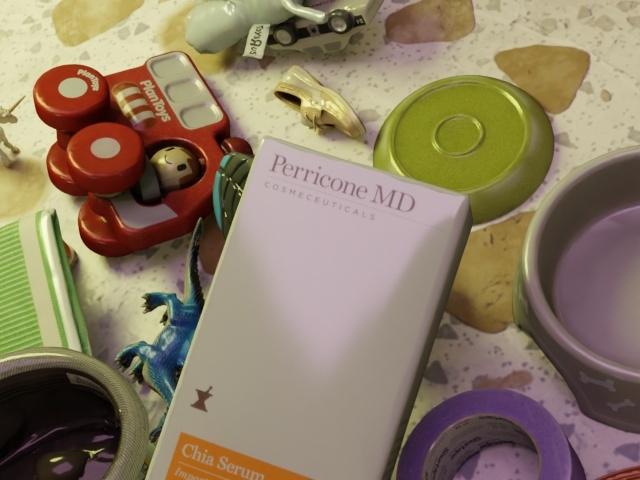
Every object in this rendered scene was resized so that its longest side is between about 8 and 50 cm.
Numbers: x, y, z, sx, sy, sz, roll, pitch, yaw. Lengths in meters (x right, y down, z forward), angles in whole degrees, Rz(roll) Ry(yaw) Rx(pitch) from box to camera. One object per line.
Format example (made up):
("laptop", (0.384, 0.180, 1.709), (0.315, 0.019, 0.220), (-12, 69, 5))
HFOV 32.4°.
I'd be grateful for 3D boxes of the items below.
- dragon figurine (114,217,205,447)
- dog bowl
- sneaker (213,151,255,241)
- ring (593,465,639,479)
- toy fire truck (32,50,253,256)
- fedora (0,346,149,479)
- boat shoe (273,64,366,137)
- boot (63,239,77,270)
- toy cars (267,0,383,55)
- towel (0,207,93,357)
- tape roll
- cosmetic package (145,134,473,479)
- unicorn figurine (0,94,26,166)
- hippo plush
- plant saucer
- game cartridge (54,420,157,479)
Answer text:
("dragon figurine", (-0.155, 0.123, 1.357), (0.144, 0.085, 0.289), (14, 65, 23))
("dog bowl", (0.385, 0.040, 1.244), (0.348, 0.102, 0.349), (-7, 58, 11))
("sneaker", (0.000, 0.000, 1.375), (0.341, 0.125, 0.139), (40, 33, 29))
("ring", (0.357, 0.379, 1.089), (0.336, 0.032, 0.337), (-8, 59, 12))
("toy fire truck", (-0.235, -0.130, 1.502), (0.254, 0.169, 0.302), (-21, 55, -20))
("fedora", (-0.321, 0.251, 1.242), (0.275, 0.124, 0.244), (-21, 58, -7))
("boat shoe", (-0.004, -0.179, 1.515), (0.059, 0.063, 0.170), (-42, 48, -8))
("boot", (-0.398, 0.054, 1.471), (0.059, 0.085, 0.158), (23, 70, 25))
("toy cars", (0.103, -0.359, 1.573), (0.393, 0.087, 0.176), (-31, 31, 0))
("towel", (-0.444, 0.124, 1.409), (0.324, 0.038, 0.248), (-30, 61, 17))
("tape roll", (0.180, 0.257, 1.165), (0.189, 0.080, 0.189), (-14, 52, 19))
("cosmetic package", (-0.015, 0.146, 1.151), (0.230, 0.161, 0.453), (17, 85, 10))
("unicorn figurine", (-0.484, -0.161, 1.607), (0.161, 0.111, 0.060), (7, 62, 20))
("hippo plush", (-0.139, -0.405, 1.537), (0.234, 0.236, 0.294), (-25, 30, 20))
("plant saucer", (0.183, -0.129, 1.442), (0.241, 0.037, 0.241), (-7, 59, 12))
("game cartridge", (-0.281, 0.291, 1.314), (0.198, 0.062, 0.297), (-39, 57, -14))
